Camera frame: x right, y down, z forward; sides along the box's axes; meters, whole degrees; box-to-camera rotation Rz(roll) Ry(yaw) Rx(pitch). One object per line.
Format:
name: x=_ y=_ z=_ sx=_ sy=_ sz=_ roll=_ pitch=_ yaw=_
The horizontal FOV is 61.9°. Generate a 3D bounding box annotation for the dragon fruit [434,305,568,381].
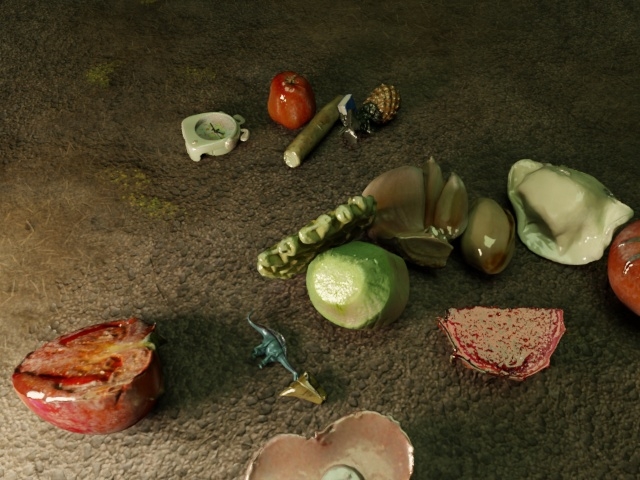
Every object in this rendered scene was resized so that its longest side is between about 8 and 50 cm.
dragon fruit: x=0.388 y=0.236 z=1.168 sx=0.273 sy=0.126 sz=0.161 roll=-1 pitch=63 yaw=10

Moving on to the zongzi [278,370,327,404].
zongzi: x=-0.035 y=0.332 z=1.136 sx=0.083 sy=0.040 sz=0.076 roll=-37 pitch=68 yaw=-11

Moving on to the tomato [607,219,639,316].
tomato: x=0.799 y=0.070 z=1.212 sx=0.264 sy=0.265 sz=0.265 roll=0 pitch=53 yaw=-1

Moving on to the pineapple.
pineapple: x=0.144 y=-0.380 z=1.620 sx=0.119 sy=0.111 sz=0.237 roll=47 pitch=63 yaw=-1

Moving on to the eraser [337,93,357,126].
eraser: x=0.088 y=-0.399 z=1.649 sx=0.027 sy=0.085 sz=0.063 roll=9 pitch=52 yaw=32

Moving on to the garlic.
garlic: x=0.236 y=-0.075 z=1.375 sx=0.278 sy=0.132 sz=0.325 roll=3 pitch=46 yaw=4

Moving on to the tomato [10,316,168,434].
tomato: x=-0.447 y=0.296 z=1.076 sx=0.308 sy=0.170 sz=0.309 roll=-10 pitch=18 yaw=3

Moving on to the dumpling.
dumpling: x=0.623 y=-0.071 z=1.396 sx=0.318 sy=0.187 sz=0.243 roll=34 pitch=99 yaw=35

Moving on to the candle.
candle: x=0.036 y=0.476 z=0.978 sx=0.316 sy=0.131 sz=0.287 roll=-22 pitch=63 yaw=-5

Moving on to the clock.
clock: x=-0.312 y=-0.318 z=1.598 sx=0.190 sy=0.062 sz=0.152 roll=-14 pitch=54 yaw=-12

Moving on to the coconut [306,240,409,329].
coconut: x=0.090 y=0.101 z=1.205 sx=0.235 sy=0.236 sz=0.205 roll=-22 pitch=69 yaw=-16

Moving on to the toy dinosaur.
toy dinosaur: x=-0.114 y=0.241 z=1.197 sx=0.080 sy=0.045 sz=0.197 roll=-24 pitch=63 yaw=-33

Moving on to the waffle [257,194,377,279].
waffle: x=0.000 y=0.000 z=1.214 sx=0.309 sy=0.292 sz=0.056 roll=-33 pitch=78 yaw=1

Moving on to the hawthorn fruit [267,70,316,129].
hawthorn fruit: x=-0.090 y=-0.442 z=1.606 sx=0.162 sy=0.204 sz=0.163 roll=-1 pitch=52 yaw=2

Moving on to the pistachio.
pistachio: x=0.419 y=-0.011 z=1.335 sx=0.143 sy=0.144 sz=0.215 roll=8 pitch=57 yaw=5

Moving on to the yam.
yam: x=-0.009 y=-0.337 z=1.611 sx=0.071 sy=0.067 sz=0.317 roll=6 pitch=46 yaw=38
